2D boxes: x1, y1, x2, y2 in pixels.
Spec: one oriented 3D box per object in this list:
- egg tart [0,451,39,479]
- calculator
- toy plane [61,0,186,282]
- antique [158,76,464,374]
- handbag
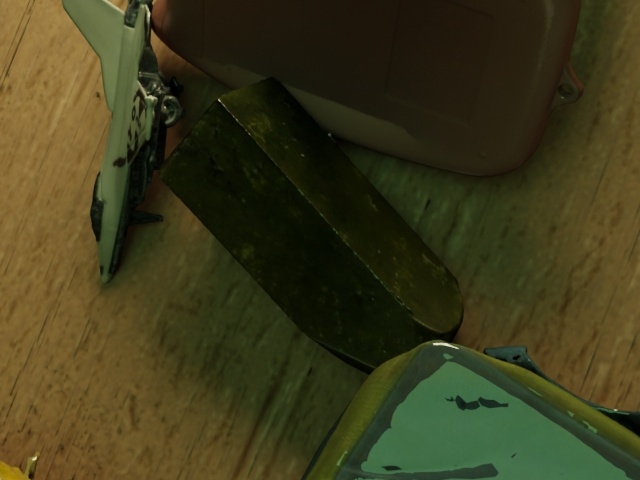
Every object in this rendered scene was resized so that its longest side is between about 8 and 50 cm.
[{"bbox_3d":[-0.270,0.293,0.764,0.351,0.153,0.340,28,88,15],"label":"egg tart"},{"bbox_3d":[0.018,-0.155,0.750,0.329,0.220,0.048,23,47,16],"label":"calculator"},{"bbox_3d":[-0.133,-0.078,0.815,0.082,0.160,0.234,-10,117,-15],"label":"toy plane"},{"bbox_3d":[0.000,0.000,0.767,0.221,0.081,0.080,49,123,5],"label":"antique"},{"bbox_3d":[0.117,0.188,0.653,0.263,0.241,0.222,27,88,13],"label":"handbag"}]
